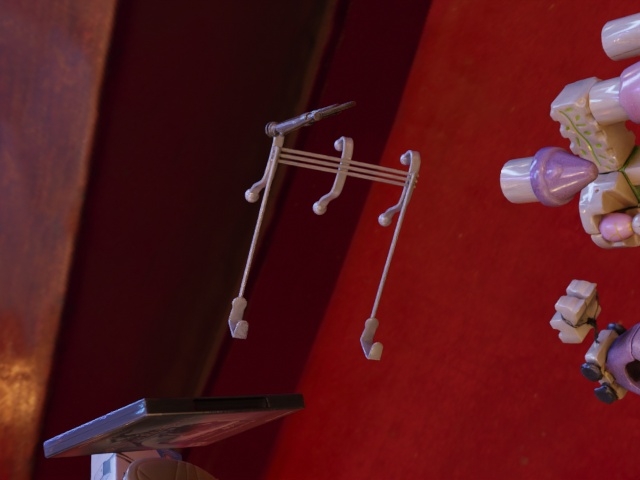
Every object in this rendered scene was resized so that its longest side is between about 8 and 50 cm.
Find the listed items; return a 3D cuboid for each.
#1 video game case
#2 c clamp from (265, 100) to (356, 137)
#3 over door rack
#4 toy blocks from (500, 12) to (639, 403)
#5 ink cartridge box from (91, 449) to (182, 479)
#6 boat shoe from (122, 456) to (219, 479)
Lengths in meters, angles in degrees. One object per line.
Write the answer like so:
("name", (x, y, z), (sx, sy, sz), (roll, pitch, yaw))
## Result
("video game case", (-0.179, 0.233, 1.316), (0.196, 0.274, 0.026), (-26, 70, 34))
("c clamp", (-0.025, -0.164, 1.408), (0.161, 0.137, 0.022), (-2, 111, 67))
("over door rack", (0.000, 0.000, 1.578), (0.240, 0.108, 0.324), (10, 98, -15))
("toy blocks", (0.366, -0.046, 0.933), (0.260, 0.309, 0.288), (-5, 127, 53))
("ink cartridge box", (-0.298, 0.407, 1.700), (0.140, 0.190, 0.082), (32, 104, -23))
("boat shoe", (-0.161, 0.389, 1.466), (0.285, 0.103, 0.092), (24, 125, -29))
